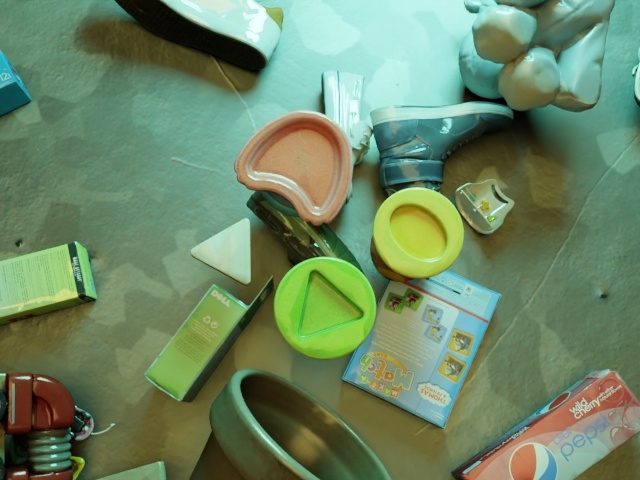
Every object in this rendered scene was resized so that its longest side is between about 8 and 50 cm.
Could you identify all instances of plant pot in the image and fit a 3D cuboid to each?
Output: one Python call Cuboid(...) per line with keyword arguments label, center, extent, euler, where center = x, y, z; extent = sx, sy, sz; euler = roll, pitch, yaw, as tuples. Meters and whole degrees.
Cuboid(label="plant pot", center=(-0.071, 0.331, 0.945), extent=(0.263, 0.263, 0.229), euler=(37, 95, 7))

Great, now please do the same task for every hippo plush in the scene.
Cuboid(label="hippo plush", center=(0.286, -0.327, 1.093), extent=(0.235, 0.237, 0.294), euler=(20, 90, -26))

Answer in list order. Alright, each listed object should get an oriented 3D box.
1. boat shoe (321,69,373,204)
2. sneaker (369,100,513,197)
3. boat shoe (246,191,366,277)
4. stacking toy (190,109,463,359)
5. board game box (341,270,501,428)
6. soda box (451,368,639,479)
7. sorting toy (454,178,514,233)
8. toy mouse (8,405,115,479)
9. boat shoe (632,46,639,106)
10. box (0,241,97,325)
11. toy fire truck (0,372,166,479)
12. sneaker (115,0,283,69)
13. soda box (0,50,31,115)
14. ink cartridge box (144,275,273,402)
Cuboid(label="boat shoe", center=(0.044, -0.161, 1.137), extent=(0.076, 0.083, 0.226), euler=(-3, 75, -1))
Cuboid(label="sneaker", center=(0.192, -0.124, 1.135), extent=(0.227, 0.086, 0.163), euler=(-6, 85, -11))
Cuboid(label="boat shoe", center=(-0.021, 0.005, 1.103), extent=(0.073, 0.080, 0.223), euler=(-41, 87, 16))
Cuboid(label="stacking toy", center=(0.000, 0.000, 1.023), extent=(0.309, 0.130, 0.279), euler=(39, 80, 1))
Cuboid(label="board game box", center=(0.147, 0.141, 1.087), extent=(0.160, 0.039, 0.211), euler=(25, 76, 5))
Cuboid(label="soda box", center=(0.317, 0.287, 1.033), extent=(0.263, 0.083, 0.092), euler=(-33, 79, -8))
Cuboid(label="sorting toy", center=(0.255, -0.057, 1.140), extent=(0.075, 0.045, 0.083), euler=(-34, 79, -16))
Cuboid(label="toy mouse", center=(-0.374, 0.272, 1.046), extent=(0.161, 0.031, 0.143), euler=(-31, 79, -9))
Cuboid(label="boat shoe", center=(0.562, -0.303, 1.188), extent=(0.095, 0.079, 0.254), euler=(26, 74, 7))
Cuboid(label="box", center=(-0.451, 0.075, 1.080), extent=(0.233, 0.058, 0.087), euler=(-16, 77, -6))
Cuboid(label="toy fire truck", center=(-0.341, 0.279, 0.969), extent=(0.247, 0.158, 0.216), euler=(3, 78, -29))
Cuboid(label="sneaker", center=(-0.196, -0.379, 1.184), extent=(0.290, 0.106, 0.123), euler=(25, 70, -5))
Cuboid(label="soda box", center=(-0.561, -0.206, 1.139), extent=(0.210, 0.071, 0.067), euler=(-29, 78, -8))
Cuboid(label="ink cartridge box", center=(-0.150, 0.125, 1.048), extent=(0.062, 0.109, 0.209), euler=(35, 78, 6))
